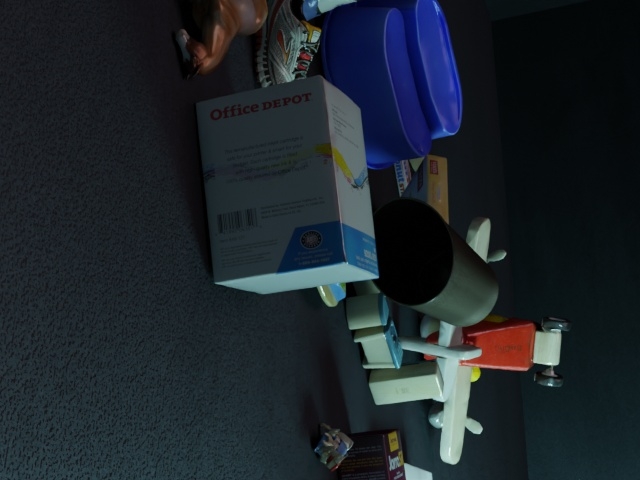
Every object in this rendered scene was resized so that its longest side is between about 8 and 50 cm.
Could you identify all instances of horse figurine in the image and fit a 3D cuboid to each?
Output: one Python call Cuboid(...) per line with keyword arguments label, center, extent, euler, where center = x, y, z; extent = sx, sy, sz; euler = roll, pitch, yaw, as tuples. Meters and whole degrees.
Cuboid(label="horse figurine", center=(-0.125, -0.316, 1.433), extent=(0.263, 0.066, 0.175), euler=(-46, 120, -66))

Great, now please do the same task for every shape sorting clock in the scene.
Cuboid(label="shape sorting clock", center=(0.000, 0.000, 1.709), extent=(0.206, 0.040, 0.206), euler=(-12, 90, -76))

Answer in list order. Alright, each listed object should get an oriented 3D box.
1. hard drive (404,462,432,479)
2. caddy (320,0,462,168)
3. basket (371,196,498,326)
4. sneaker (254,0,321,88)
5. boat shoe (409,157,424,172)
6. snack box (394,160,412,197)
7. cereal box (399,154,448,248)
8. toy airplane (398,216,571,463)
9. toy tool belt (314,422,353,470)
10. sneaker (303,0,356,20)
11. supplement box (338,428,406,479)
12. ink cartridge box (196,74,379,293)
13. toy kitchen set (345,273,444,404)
Cuboid(label="hard drive", center=(0.160, 0.570, 1.918), extent=(0.233, 0.047, 0.353), euler=(40, 45, -65))
Cuboid(label="caddy", center=(0.117, -0.297, 2.030), extent=(0.241, 0.179, 0.341), euler=(-36, 119, -44))
Cuboid(label="basket", center=(0.198, 0.053, 1.885), extent=(0.227, 0.154, 0.204), euler=(33, 24, -52))
Cuboid(label="sneaker", center=(-0.045, -0.276, 1.622), extent=(0.088, 0.092, 0.225), euler=(-1, 83, -73))
Cuboid(label="boat shoe", center=(0.199, -0.212, 2.472), extent=(0.042, 0.049, 0.133), euler=(-138, -155, -72))
Cuboid(label="snack box", center=(0.176, -0.154, 2.394), extent=(0.064, 0.022, 0.178), euler=(-26, 106, -71))
Cuboid(label="cereal box", center=(0.176, -0.023, 2.074), extent=(0.240, 0.047, 0.173), euler=(116, -20, -54))
Cuboid(label="toy airplane", center=(0.291, 0.204, 2.263), extent=(0.386, 0.272, 0.384), euler=(-47, 124, -22))
Cuboid(label="toy tool belt", center=(0.011, 0.293, 1.596), extent=(0.051, 0.052, 0.083), euler=(48, 17, -1))
Cuboid(label="sneaker", center=(0.049, -0.468, 1.877), extent=(0.315, 0.182, 0.127), euler=(-77, 154, -51))
Cuboid(label="supplement box", center=(0.085, 0.389, 1.709), extent=(0.104, 0.080, 0.188), euler=(12, 70, -72))
Cuboid(label="ink cartridge box", center=(-0.037, -0.063, 1.399), extent=(0.168, 0.171, 0.233), euler=(22, 60, -71))
Cuboid(label="toy kitchen set", center=(0.136, 0.148, 1.934), extent=(0.166, 0.122, 0.207), euler=(-73, 149, -55))
